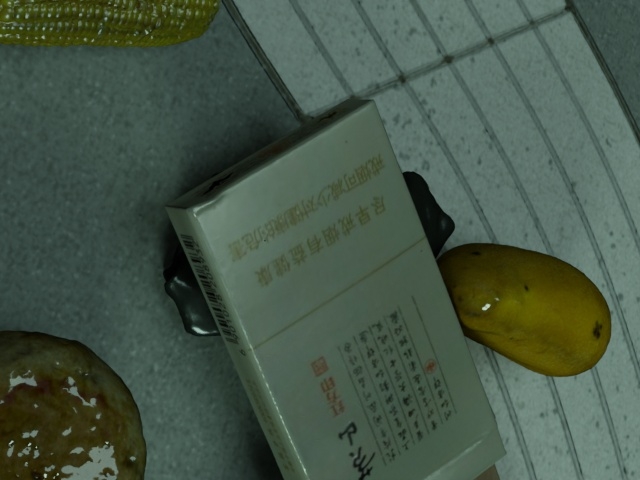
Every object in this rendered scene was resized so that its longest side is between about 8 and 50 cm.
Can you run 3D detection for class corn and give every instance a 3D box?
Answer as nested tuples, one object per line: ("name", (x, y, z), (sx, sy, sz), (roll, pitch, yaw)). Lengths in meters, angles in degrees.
("corn", (-0.179, -0.194, 1.256), (0.231, 0.080, 0.080), (-4, 92, -39))

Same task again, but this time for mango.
("mango", (0.192, 0.059, 1.501), (0.262, 0.157, 0.109), (31, 84, -55))

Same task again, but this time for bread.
("bread", (-0.243, 0.180, 1.173), (0.230, 0.123, 0.230), (-4, 97, -37))

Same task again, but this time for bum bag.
("bum bag", (0.000, 0.000, 1.402), (0.326, 0.079, 0.142), (-8, 98, -39))

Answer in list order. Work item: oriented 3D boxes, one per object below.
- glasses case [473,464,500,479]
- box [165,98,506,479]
("glasses case", (0.144, 0.261, 1.536), (0.102, 0.070, 0.194), (-44, 117, -62))
("box", (0.024, 0.084, 1.350), (0.204, 0.051, 0.365), (-32, 111, -27))
